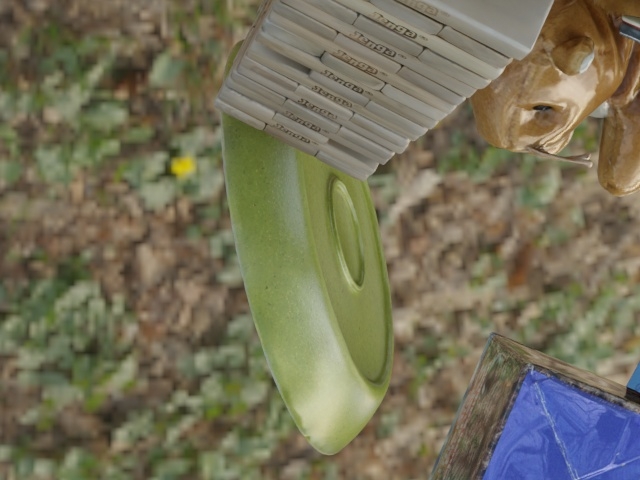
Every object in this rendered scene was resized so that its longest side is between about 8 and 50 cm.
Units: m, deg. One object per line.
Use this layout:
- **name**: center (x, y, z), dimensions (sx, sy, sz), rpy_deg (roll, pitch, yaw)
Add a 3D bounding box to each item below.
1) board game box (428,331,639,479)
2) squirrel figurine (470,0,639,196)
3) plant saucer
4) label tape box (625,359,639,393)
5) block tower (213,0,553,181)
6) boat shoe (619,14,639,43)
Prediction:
- **board game box**: center (0.169, 0.214, 1.596), dimensions (0.141, 0.291, 0.232), rpy_deg (23, 91, -1)
- **squirrel figurine**: center (0.309, -0.245, 2.049), dimensions (0.370, 0.281, 0.397), rpy_deg (-2, 124, -44)
- **plant saucer**: center (0.000, 0.000, 1.128), dimensions (0.037, 0.241, 0.241), rpy_deg (-12, 139, 12)
- **label tape box**: center (0.468, 0.131, 1.838), dimensions (0.106, 0.333, 0.241), rpy_deg (35, 82, -39)
- **block tower**: center (0.028, -0.106, 0.876), dimensions (0.097, 0.091, 0.335), rpy_deg (26, 169, -4)
- **boat shoe**: center (0.338, -0.169, 1.868), dimensions (0.137, 0.049, 0.043), rpy_deg (26, 113, 0)
